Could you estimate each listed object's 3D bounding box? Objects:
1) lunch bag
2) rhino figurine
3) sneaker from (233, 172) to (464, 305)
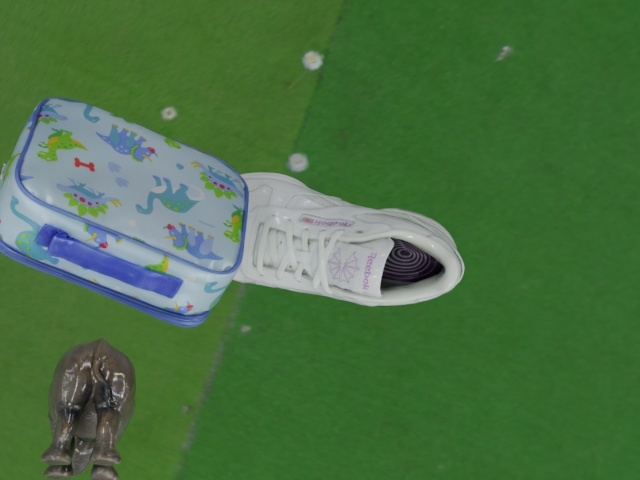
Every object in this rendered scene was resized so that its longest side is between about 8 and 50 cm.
[{"bbox_3d":[-0.177,-0.025,1.163,0.219,0.176,0.090,22,125,-16],"label":"lunch bag"},{"bbox_3d":[-0.200,0.153,1.129,0.073,0.243,0.106,8,72,-10],"label":"rhino figurine"},{"bbox_3d":[0.000,0.000,1.319,0.305,0.152,0.114,6,98,-6],"label":"sneaker"}]
